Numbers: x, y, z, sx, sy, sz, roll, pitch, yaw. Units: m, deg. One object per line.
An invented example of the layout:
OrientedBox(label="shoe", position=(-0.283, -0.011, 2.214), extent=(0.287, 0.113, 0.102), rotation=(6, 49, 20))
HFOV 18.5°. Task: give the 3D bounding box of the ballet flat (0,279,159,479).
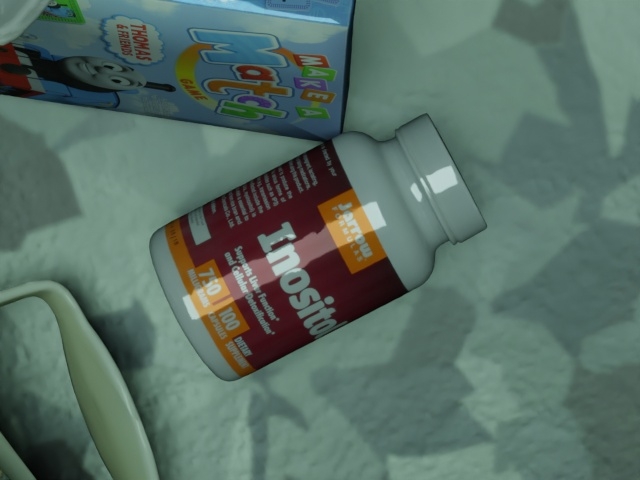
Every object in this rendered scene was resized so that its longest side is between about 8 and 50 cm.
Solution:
OrientedBox(label="ballet flat", position=(-0.210, 0.062, 0.961), extent=(0.182, 0.164, 0.483), rotation=(-40, 99, -16))

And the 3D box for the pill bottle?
OrientedBox(label="pill bottle", position=(0.000, 0.000, 0.963), extent=(0.152, 0.086, 0.086), rotation=(-28, 94, 5))

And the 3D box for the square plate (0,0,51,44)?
OrientedBox(label="square plate", position=(-0.185, -0.282, 0.878), extent=(0.347, 0.049, 0.344), rotation=(30, 66, 8))

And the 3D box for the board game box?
OrientedBox(label="board game box", position=(-0.090, -0.101, 0.920), extent=(0.211, 0.160, 0.039), rotation=(8, 74, 1))
